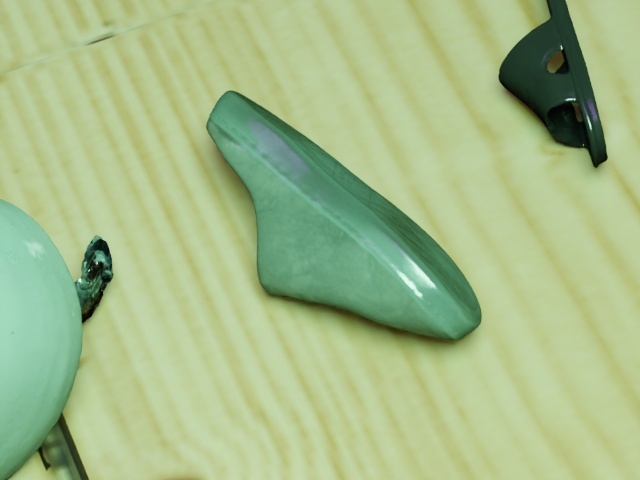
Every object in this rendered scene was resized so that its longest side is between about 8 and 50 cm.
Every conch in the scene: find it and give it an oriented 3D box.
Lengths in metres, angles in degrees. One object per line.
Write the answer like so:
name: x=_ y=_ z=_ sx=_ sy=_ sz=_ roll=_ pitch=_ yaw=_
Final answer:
conch: x=-0.224 y=0.067 z=0.855 sx=0.221 sy=0.185 sz=0.121 roll=-30 pitch=33 yaw=-3

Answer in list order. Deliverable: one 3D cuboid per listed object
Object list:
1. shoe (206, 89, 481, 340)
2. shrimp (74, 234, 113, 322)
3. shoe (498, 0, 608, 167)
shoe: x=0.000 y=0.000 z=0.958 sx=0.195 sy=0.079 sz=0.078 roll=45 pitch=103 yaw=15
shrimp: x=-0.198 y=0.025 z=0.926 sx=0.174 sy=0.082 sz=0.076 roll=1 pitch=53 yaw=-8
shoe: x=0.130 y=-0.106 z=1.023 sx=0.053 sy=0.062 sz=0.159 roll=-12 pitch=58 yaw=7
